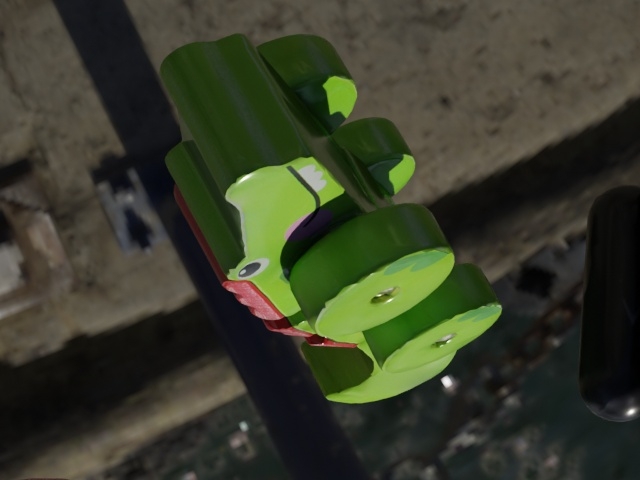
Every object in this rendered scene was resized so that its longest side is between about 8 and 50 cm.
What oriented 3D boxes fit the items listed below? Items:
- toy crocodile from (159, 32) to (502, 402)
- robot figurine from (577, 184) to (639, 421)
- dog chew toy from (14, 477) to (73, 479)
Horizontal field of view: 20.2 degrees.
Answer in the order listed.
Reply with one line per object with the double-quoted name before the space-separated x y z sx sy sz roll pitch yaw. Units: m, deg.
"toy crocodile" 0.000 0.000 0.797 0.105 0.115 0.340 -32 162 6
"robot figurine" 0.235 0.026 0.764 0.209 0.278 0.173 8 159 -14
"dog chew toy" -0.144 0.290 0.927 0.206 0.332 0.206 -1 165 0
